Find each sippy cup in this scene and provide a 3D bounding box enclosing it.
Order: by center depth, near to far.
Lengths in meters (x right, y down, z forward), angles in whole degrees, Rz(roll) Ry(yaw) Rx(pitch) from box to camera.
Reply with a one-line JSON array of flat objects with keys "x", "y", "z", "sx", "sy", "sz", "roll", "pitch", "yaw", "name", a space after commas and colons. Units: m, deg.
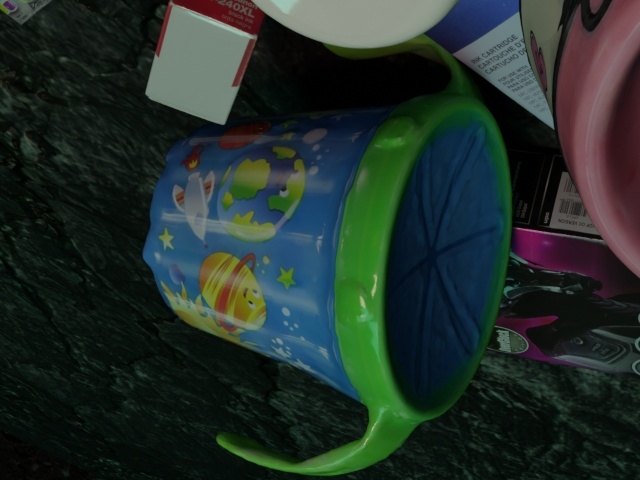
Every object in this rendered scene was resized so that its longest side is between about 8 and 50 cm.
[{"x": 0.000, "y": 0.000, "z": 0.799, "sx": 0.224, "sy": 0.305, "sz": 0.240, "roll": 8, "pitch": 133, "yaw": 30, "name": "sippy cup"}]

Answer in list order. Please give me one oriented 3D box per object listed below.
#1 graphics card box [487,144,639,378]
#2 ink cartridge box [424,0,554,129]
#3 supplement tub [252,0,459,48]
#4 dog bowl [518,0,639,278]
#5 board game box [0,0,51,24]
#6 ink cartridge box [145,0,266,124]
[{"x": 0.166, "y": 0.014, "z": 0.968, "sx": 0.370, "sy": 0.094, "sz": 0.233, "roll": 9, "pitch": 148, "yaw": 17, "name": "graphics card box"}, {"x": 0.199, "y": -0.147, "z": 0.718, "sx": 0.311, "sy": 0.065, "sz": 0.185, "roll": 34, "pitch": 147, "yaw": -19, "name": "ink cartridge box"}, {"x": 0.042, "y": -0.210, "z": 0.545, "sx": 0.144, "sy": 0.200, "sz": 0.144, "roll": 20, "pitch": 143, "yaw": 16, "name": "supplement tub"}, {"x": 0.307, "y": -0.097, "z": 0.563, "sx": 0.407, "sy": 0.150, "sz": 0.408, "roll": 7, "pitch": 138, "yaw": 6, "name": "dog bowl"}, {"x": -0.208, "y": -0.290, "z": 0.742, "sx": 0.208, "sy": 0.056, "sz": 0.346, "roll": 41, "pitch": 144, "yaw": -25, "name": "board game box"}, {"x": -0.064, "y": -0.176, "z": 0.736, "sx": 0.063, "sy": 0.151, "sz": 0.109, "roll": 20, "pitch": 151, "yaw": -7, "name": "ink cartridge box"}]
